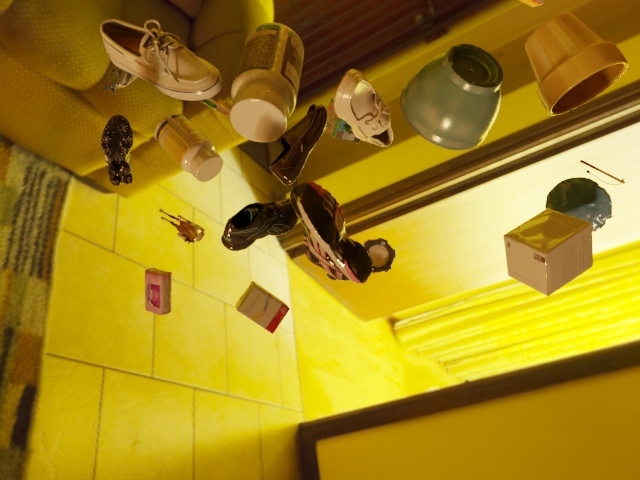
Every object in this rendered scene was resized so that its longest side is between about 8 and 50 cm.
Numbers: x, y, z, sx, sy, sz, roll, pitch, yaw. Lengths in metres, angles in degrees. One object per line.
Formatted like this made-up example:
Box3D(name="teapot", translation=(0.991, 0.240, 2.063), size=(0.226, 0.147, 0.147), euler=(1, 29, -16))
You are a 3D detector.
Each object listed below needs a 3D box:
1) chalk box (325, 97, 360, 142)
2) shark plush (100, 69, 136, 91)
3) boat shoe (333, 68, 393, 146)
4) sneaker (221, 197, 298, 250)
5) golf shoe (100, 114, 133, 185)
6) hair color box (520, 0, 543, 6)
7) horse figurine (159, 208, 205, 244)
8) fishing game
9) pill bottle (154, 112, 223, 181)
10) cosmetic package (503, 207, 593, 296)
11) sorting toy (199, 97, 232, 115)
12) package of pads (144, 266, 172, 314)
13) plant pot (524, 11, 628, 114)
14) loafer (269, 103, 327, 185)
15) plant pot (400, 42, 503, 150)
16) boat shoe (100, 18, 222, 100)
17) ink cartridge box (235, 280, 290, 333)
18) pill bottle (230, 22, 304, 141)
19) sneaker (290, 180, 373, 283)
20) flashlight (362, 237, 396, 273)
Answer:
Box3D(name="chalk box", translation=(0.115, -0.516, 2.207), size=(0.132, 0.132, 0.213), euler=(7, 29, -23))
Box3D(name="shark plush", translation=(-0.696, -0.571, 1.766), size=(0.067, 0.161, 0.073), euler=(53, -3, -26))
Box3D(name="boat shoe", translation=(0.108, -0.272, 1.080), size=(0.096, 0.098, 0.277), euler=(35, 5, 19))
Box3D(name="sneaker", translation=(-0.160, -0.062, 1.453), size=(0.101, 0.267, 0.106), euler=(45, -30, 26))
Box3D(name="golf shoe", translation=(-0.525, -0.241, 1.302), size=(0.077, 0.198, 0.094), euler=(-3, 40, -27))
Box3D(name="hair color box", translation=(0.604, -0.781, 1.519), size=(0.167, 0.093, 0.053), euler=(14, 10, -19))
Box3D(name="horse figurine", translation=(-0.493, -0.042, 1.871), size=(0.174, 0.066, 0.263), euler=(32, -3, 8))
Box3D(name="fishing game", translation=(0.788, -0.107, 1.545), size=(0.189, 0.264, 0.041), euler=(33, 38, 18))
Box3D(name="pill bottle", translation=(-0.396, -0.280, 1.536), size=(0.208, 0.119, 0.119), euler=(45, 16, 19))
Box3D(name="cosmetic package", translation=(0.643, 0.029, 1.433), size=(0.151, 0.183, 0.151), euler=(37, -29, 56))
Box3D(name="sorting toy", translation=(-0.424, -0.516, 1.827), size=(0.307, 0.041, 0.229), euler=(32, 1, 25))
Box3D(name="package of pads", translation=(-0.306, 0.096, 0.958), size=(0.032, 0.050, 0.083), euler=(-13, 109, -55))
Box3D(name="plant pot", translation=(0.778, -0.567, 1.598), size=(0.254, 0.254, 0.239), euler=(9, 52, -65))
Box3D(name="loafer", translation=(-0.055, -0.245, 1.238), size=(0.078, 0.080, 0.220), euler=(29, 82, -23))
Box3D(name="plant pot", translation=(0.404, -0.439, 1.477), size=(0.196, 0.293, 0.293), euler=(116, -31, -57))
Box3D(name="boat shoe", translation=(-0.431, -0.503, 1.343), size=(0.136, 0.367, 0.156), euler=(-56, 165, -19))
Box3D(name="ink cartridge box", translation=(-0.237, 0.267, 2.045), size=(0.176, 0.127, 0.128), euler=(36, -4, -13))
Box3D(name="pill bottle", translation=(-0.169, -0.499, 1.601), size=(0.204, 0.204, 0.361), euler=(46, 39, -43))
Box3D(name="sneaker", translation=(0.000, 0.000, 0.750), size=(0.178, 0.077, 0.072), euler=(59, 43, -21))
Box3D(name="flashlight", translation=(0.156, 0.042, 1.514), size=(0.103, 0.103, 0.304), euler=(48, 1, 0))
